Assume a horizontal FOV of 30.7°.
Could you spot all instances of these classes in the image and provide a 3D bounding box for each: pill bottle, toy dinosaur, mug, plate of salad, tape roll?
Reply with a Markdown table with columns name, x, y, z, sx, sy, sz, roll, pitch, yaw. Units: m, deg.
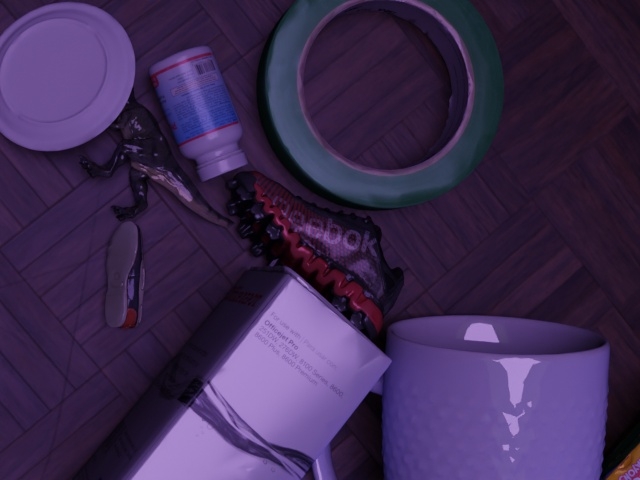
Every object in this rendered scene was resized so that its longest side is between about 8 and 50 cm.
| name | x | y | z | sx | sy | sz | roll | pitch | yaw |
| --- | --- | --- | --- | --- | --- | --- | --- | --- | --- |
| pill bottle | -0.151 | -0.159 | 1.482 | 0.087 | 0.087 | 0.160 | -22 | 93 | -12 |
| toy dinosaur | -0.230 | -0.095 | 1.479 | 0.118 | 0.064 | 0.268 | -39 | 100 | -17 |
| mug | 0.167 | 0.274 | 1.474 | 0.374 | 0.276 | 0.328 | 4 | 96 | 18 |
| plate of salad | -0.323 | -0.202 | 1.452 | 0.199 | 0.048 | 0.200 | -3 | 74 | 10 |
| tape roll | 0.079 | -0.200 | 1.539 | 0.321 | 0.077 | 0.321 | 0 | 89 | -13 |

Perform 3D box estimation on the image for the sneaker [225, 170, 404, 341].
| name | x | y | z | sx | sy | sz | roll | pitch | yaw |
| --- | --- | --- | --- | --- | --- | --- | --- | --- | --- |
| sneaker | 0.000 | 0.000 | 1.510 | 0.276 | 0.097 | 0.135 | 45 | 65 | 1 |

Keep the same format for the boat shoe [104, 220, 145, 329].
| name | x | y | z | sx | sy | sz | roll | pitch | yaw |
| --- | --- | --- | --- | --- | --- | --- | --- | --- | --- |
| boat shoe | -0.243 | 0.045 | 1.481 | 0.043 | 0.049 | 0.137 | 11 | 82 | -54 |

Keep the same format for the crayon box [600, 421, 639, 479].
| name | x | y | z | sx | sy | sz | roll | pitch | yaw |
| --- | --- | --- | --- | --- | --- | --- | --- | --- | --- |
| crayon box | 0.462 | 0.338 | 1.558 | 0.165 | 0.081 | 0.278 | 40 | 98 | 4 |

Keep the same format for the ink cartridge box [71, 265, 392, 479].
| name | x | y | z | sx | sy | sz | roll | pitch | yaw |
| --- | --- | --- | --- | --- | --- | --- | --- | --- | --- |
| ink cartridge box | -0.126 | 0.231 | 1.377 | 0.166 | 0.285 | 0.395 | 40 | 81 | -10 |
